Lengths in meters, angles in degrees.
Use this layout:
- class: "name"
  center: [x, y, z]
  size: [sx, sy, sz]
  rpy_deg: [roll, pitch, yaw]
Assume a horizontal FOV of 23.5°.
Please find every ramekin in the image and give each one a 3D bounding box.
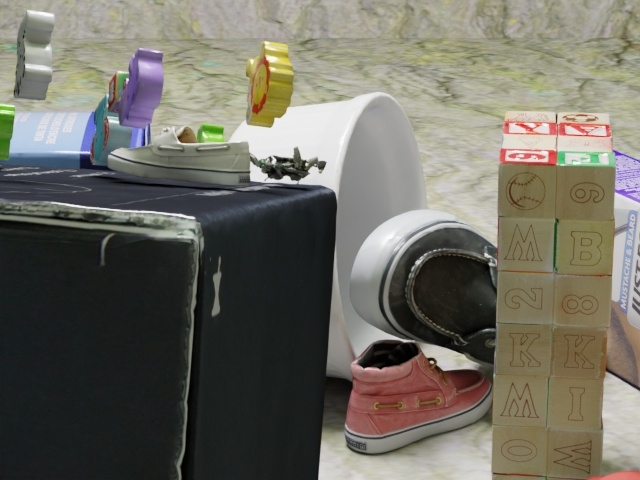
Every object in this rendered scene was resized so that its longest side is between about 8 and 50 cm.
- class: "ramekin"
  center: [0.000, 0.000, 1.461]
  size: [0.135, 0.277, 0.277]
  rpy_deg: [0, 16, 21]

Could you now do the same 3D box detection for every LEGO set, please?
- class: "LEGO set"
  center: [-0.023, -0.047, 1.068]
  size: [0.054, 0.023, 0.083]
  rpy_deg: [7, -8, 10]

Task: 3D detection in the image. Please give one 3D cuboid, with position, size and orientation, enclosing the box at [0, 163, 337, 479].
- class: "box"
  center: [-0.256, 0.095, 0.945]
  size: [0.471, 0.297, 0.480]
  rpy_deg: [3, 4, 8]

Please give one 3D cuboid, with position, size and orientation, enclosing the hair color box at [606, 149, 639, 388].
- class: "hair color box"
  center: [0.321, 0.033, 1.510]
  size: [0.110, 0.185, 0.339]
  rpy_deg: [-8, 20, -24]

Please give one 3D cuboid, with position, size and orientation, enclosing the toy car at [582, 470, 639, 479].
- class: "toy car"
  center: [0.273, 0.217, 1.022]
  size: [0.225, 0.053, 0.239]
  rpy_deg: [4, 20, 7]

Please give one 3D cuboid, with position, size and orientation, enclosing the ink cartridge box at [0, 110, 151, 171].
- class: "ink cartridge box"
  center: [-0.282, 0.027, 1.332]
  size: [0.395, 0.270, 0.151]
  rpy_deg: [0, 20, -5]

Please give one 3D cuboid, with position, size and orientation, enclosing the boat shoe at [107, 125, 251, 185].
- class: "boat shoe"
  center: [-0.089, -0.055, 0.970]
  size: [0.100, 0.035, 0.035]
  rpy_deg: [7, 5, 26]

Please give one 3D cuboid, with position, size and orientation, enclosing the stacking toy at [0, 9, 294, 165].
- class: "stacking toy"
  center: [-0.129, -0.082, 1.023]
  size: [0.167, 0.052, 0.221]
  rpy_deg: [6, -17, -19]

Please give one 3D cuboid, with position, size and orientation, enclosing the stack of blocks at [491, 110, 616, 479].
- class: "stack of blocks"
  center: [0.185, 0.059, 1.239]
  size: [0.087, 0.297, 0.171]
  rpy_deg: [2, 18, 8]

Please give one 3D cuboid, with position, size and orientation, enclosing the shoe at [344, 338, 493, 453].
- class: "shoe"
  center: [0.093, 0.126, 1.371]
  size: [0.178, 0.081, 0.063]
  rpy_deg: [-15, 25, -42]

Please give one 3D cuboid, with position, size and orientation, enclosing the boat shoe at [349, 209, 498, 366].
- class: "boat shoe"
  center: [0.159, 0.054, 1.411]
  size: [0.119, 0.121, 0.335]
  rpy_deg: [24, 6, 38]
